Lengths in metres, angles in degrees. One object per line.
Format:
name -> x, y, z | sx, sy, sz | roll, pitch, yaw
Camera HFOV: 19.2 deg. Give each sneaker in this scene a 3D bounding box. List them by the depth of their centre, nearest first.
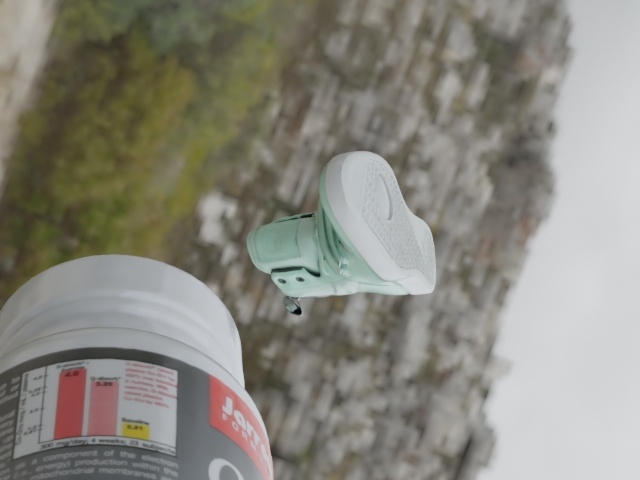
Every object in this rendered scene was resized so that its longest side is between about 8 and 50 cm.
sneaker -> 0.000, 0.001, 1.593 | 0.256, 0.151, 0.094 | 49, 37, -67

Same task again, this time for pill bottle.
pill bottle -> -0.131, 0.184, 1.144 | 0.363, 0.210, 0.210 | -94, -159, -52
